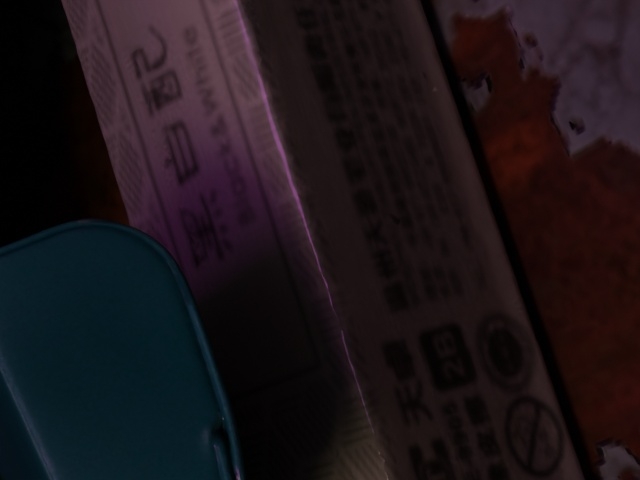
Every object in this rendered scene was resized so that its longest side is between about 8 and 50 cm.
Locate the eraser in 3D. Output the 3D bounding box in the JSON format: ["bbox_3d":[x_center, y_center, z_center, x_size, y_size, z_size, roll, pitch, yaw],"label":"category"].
[{"bbox_3d":[0.000,0.000,0.679,0.096,0.098,0.403,-23,81,44],"label":"eraser"}]

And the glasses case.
[{"bbox_3d":[-0.071,0.103,0.682,0.117,0.070,0.301,63,163,18],"label":"glasses case"}]
